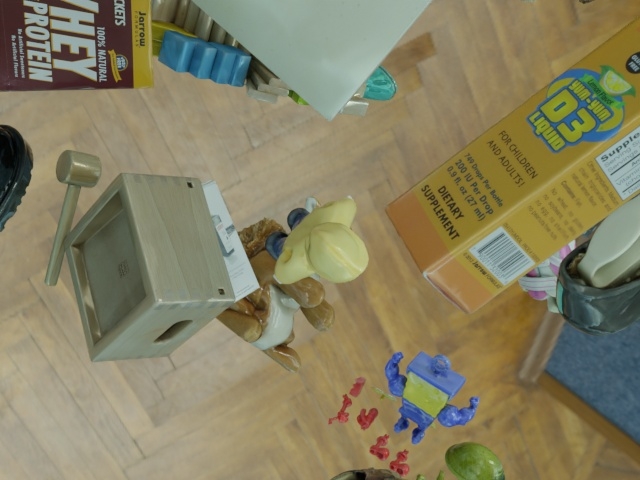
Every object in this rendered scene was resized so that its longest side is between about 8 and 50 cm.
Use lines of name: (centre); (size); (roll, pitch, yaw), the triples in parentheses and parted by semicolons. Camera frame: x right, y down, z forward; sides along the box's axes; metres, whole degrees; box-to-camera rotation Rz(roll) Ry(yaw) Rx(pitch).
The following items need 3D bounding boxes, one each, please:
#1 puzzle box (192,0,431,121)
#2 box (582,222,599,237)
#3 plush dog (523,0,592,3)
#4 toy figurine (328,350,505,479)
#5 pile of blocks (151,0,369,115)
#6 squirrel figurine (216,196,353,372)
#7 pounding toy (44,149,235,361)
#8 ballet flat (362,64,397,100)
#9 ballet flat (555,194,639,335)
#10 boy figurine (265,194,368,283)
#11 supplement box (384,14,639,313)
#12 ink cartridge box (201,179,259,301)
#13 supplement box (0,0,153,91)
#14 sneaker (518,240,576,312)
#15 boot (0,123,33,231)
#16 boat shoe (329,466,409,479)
puzzle box: (0.027, -0.337, 0.813); (0.272, 0.052, 0.409); (42, 129, -2)
box: (0.413, -0.049, 1.405); (0.083, 0.018, 0.067); (24, 124, -7)
plush dog: (0.406, -0.466, 1.267); (0.211, 0.225, 0.262); (-2, 116, -18)
toy figurine: (0.219, 0.332, 1.707); (0.191, 0.363, 0.217); (-26, 142, -54)
pile of blocks: (-0.097, -0.264, 1.141); (0.362, 0.149, 0.112); (12, 114, -16)
squirrel figurine: (-0.110, 0.058, 2.097); (0.370, 0.397, 0.281); (-53, 140, -7)
pounding toy: (-0.182, 0.005, 0.825); (0.094, 0.206, 0.181); (2, 150, -42)
ballet flat: (0.046, -0.335, 1.721); (0.087, 0.247, 0.083); (-27, 140, -22)
ballet flat: (0.317, -0.023, 0.732); (0.280, 0.095, 0.096); (-40, 132, 3)
boy figurine: (0.000, 0.000, 1.347); (0.092, 0.285, 0.177); (44, 80, -16)
supplement box: (0.164, -0.053, 0.599); (0.233, 0.078, 0.080); (-37, 136, 12)
ink cartridge box: (-0.229, 0.015, 1.596); (0.092, 0.159, 0.217); (-31, 104, -49)
supplement box: (-0.293, -0.246, 0.954); (0.194, 0.191, 0.129); (-4, 113, -17)
sneaker: (0.385, 0.040, 1.490); (0.252, 0.103, 0.111); (40, 74, -25)
boot: (-0.482, -0.056, 0.927); (0.348, 0.131, 0.260); (-57, 150, -24)
boat shoe: (0.064, 0.424, 1.445); (0.123, 0.342, 0.123); (24, 75, -6)
